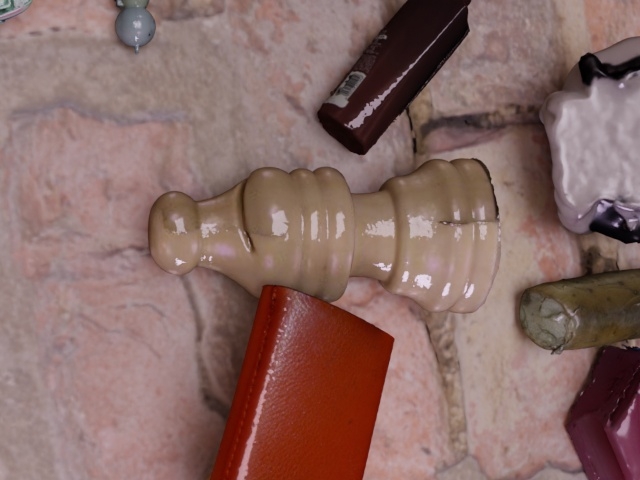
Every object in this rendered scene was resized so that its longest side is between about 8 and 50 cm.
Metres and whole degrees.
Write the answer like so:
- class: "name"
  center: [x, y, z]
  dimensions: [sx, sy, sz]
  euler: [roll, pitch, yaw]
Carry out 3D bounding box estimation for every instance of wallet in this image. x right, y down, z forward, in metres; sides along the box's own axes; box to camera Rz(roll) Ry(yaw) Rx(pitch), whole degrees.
- class: "wallet"
  center: [-0.015, 0.154, 0.761]
  dimensions: [0.142, 0.045, 0.204]
  euler: [26, 69, -30]

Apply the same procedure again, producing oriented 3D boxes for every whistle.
- class: "whistle"
  center: [-0.160, -0.210, 0.783]
  dimensions: [0.035, 0.035, 0.100]
  euler: [-4, 90, -23]

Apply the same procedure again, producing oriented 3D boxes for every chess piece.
- class: "chess piece"
  center: [0.000, 0.000, 0.819]
  dimensions: [0.307, 0.138, 0.124]
  euler: [-1, 49, -19]

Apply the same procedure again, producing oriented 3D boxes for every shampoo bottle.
- class: "shampoo bottle"
  center: [0.089, -0.188, 0.873]
  dimensions: [0.236, 0.068, 0.067]
  euler: [-50, 151, -12]

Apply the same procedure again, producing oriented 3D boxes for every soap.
- class: "soap"
  center: [0.369, 0.229, 0.982]
  dimensions: [0.162, 0.099, 0.250]
  euler: [-29, 101, -14]

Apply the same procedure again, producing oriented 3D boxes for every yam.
- class: "yam"
  center: [0.386, 0.066, 1.000]
  dimensions: [0.372, 0.083, 0.083]
  euler: [-5, 92, -25]

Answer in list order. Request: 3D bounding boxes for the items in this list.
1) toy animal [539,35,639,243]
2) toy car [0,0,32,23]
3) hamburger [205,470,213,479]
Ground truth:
- class: "toy animal"
  center: [0.329, -0.102, 0.928]
  dimensions: [0.208, 0.156, 0.204]
  euler: [-12, 93, 8]
- class: "toy car"
  center: [-0.294, -0.275, 0.704]
  dimensions: [0.090, 0.076, 0.224]
  euler: [-21, 106, -24]
- class: "hamburger"
  center: [-0.039, 0.246, 0.809]
  dimensions: [0.147, 0.083, 0.138]
  euler: [-44, 101, -21]
